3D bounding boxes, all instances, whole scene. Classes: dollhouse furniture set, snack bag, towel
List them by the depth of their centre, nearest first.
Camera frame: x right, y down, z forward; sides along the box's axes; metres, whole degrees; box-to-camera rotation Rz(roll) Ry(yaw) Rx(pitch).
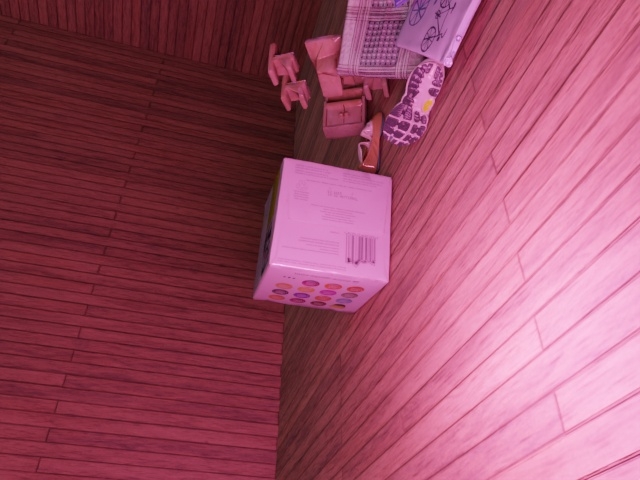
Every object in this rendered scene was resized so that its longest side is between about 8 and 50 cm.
[{"bbox_3d":[0.316,-0.599,1.379,0.323,0.037,0.342,-65,24,19],"label":"snack bag"},{"bbox_3d":[0.195,-0.625,1.628,0.312,0.056,0.324,18,98,39],"label":"towel"},{"bbox_3d":[0.057,-0.578,1.983,0.394,0.362,0.256,61,-152,-59],"label":"dollhouse furniture set"}]

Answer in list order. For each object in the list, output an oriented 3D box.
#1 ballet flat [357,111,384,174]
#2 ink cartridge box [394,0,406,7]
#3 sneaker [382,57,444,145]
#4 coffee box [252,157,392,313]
[{"bbox_3d":[0.164,-0.331,1.895,0.080,0.073,0.232,132,147,-67],"label":"ballet flat"},{"bbox_3d":[0.243,-0.777,1.457,0.186,0.065,0.310,-172,79,-68],"label":"ink cartridge box"},{"bbox_3d":[0.255,-0.365,1.508,0.275,0.107,0.110,-61,2,43],"label":"sneaker"},{"bbox_3d":[0.000,0.000,1.735,0.334,0.338,0.338,124,154,-63],"label":"coffee box"}]
